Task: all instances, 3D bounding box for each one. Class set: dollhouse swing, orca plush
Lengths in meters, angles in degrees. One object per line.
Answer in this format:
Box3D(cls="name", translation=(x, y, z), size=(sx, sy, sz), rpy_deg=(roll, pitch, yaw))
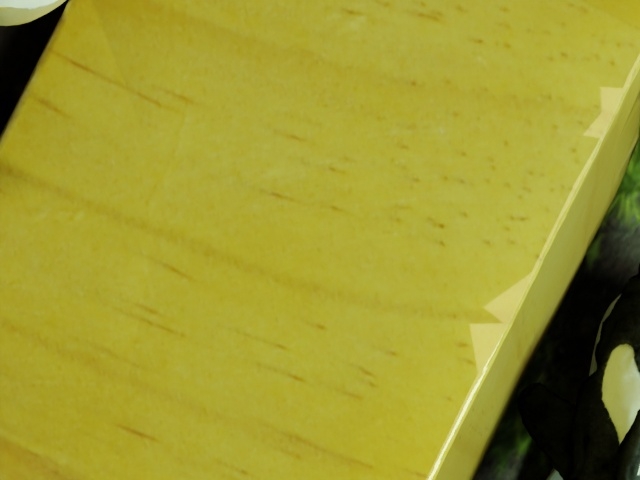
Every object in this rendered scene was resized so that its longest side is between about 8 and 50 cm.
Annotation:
Box3D(cls="dollhouse swing", translation=(0.000, 0.000, 1.009), size=(0.315, 0.305, 0.347), rpy_deg=(26, 88, -4))
Box3D(cls="orca plush", translation=(0.162, 0.089, 1.125), size=(0.151, 0.102, 0.287), rpy_deg=(4, 94, -71))

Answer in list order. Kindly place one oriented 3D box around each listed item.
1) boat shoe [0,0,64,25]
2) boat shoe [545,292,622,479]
Box3D(cls="boat shoe", translation=(-0.074, -0.219, 0.823), size=(0.277, 0.098, 0.096), rpy_deg=(-51, 134, -13))
Box3D(cls="boat shoe", translation=(0.187, 0.135, 1.234), size=(0.076, 0.080, 0.228), rpy_deg=(-2, 106, -70))
